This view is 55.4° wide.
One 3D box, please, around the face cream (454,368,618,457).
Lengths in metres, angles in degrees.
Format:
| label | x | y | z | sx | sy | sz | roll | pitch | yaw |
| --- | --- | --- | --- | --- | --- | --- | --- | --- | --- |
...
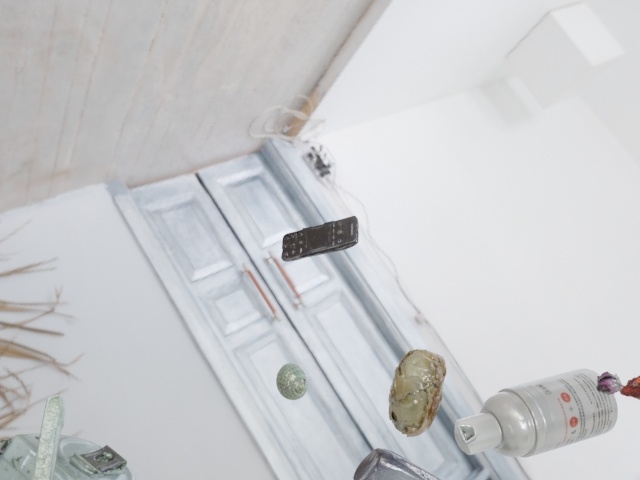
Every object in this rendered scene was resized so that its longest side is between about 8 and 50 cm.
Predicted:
| label | x | y | z | sx | sy | sz | roll | pitch | yaw |
| --- | --- | --- | --- | --- | --- | --- | --- | --- | --- |
| face cream | 0.423 | 0.370 | 1.264 | 0.369 | 0.146 | 0.145 | -6 | 160 | -20 |

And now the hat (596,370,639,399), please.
| label | x | y | z | sx | sy | sz | roll | pitch | yaw |
| --- | --- | --- | --- | --- | --- | --- | --- | --- | --- |
| hat | 0.537 | 0.220 | 0.912 | 0.227 | 0.129 | 0.140 | -10 | -155 | 24 |

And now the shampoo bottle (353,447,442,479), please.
| label | x | y | z | sx | sy | sz | roll | pitch | yaw |
| --- | --- | --- | --- | --- | --- | --- | --- | --- | --- |
| shampoo bottle | 0.157 | 0.367 | 0.834 | 0.087 | 0.233 | 0.049 | -52 | -171 | 30 |

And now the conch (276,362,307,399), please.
| label | x | y | z | sx | sy | sz | roll | pitch | yaw |
| --- | --- | --- | --- | --- | --- | --- | --- | --- | --- |
| conch | -0.069 | 0.307 | 1.323 | 0.085 | 0.076 | 0.056 | -3 | -177 | 33 |

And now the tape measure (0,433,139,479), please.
| label | x | y | z | sx | sy | sz | roll | pitch | yaw |
| --- | --- | --- | --- | --- | --- | --- | --- | --- | --- |
| tape measure | -0.225 | 0.336 | 0.715 | 0.084 | 0.330 | 0.164 | -59 | 164 | 1 |

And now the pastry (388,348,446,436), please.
| label | x | y | z | sx | sy | sz | roll | pitch | yaw |
| --- | --- | --- | --- | --- | --- | --- | --- | --- | --- |
| pastry | 0.167 | 0.262 | 1.052 | 0.081 | 0.154 | 0.153 | 11 | 180 | 18 |

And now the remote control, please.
| label | x | y | z | sx | sy | sz | roll | pitch | yaw |
| --- | --- | --- | --- | --- | --- | --- | --- | --- | --- |
| remote control | 0.000 | 0.000 | 0.676 | 0.096 | 0.039 | 0.014 | -13 | 145 | 24 |

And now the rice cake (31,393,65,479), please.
| label | x | y | z | sx | sy | sz | roll | pitch | yaw |
| --- | --- | --- | --- | --- | --- | --- | --- | --- | --- |
| rice cake | -0.271 | 0.215 | 0.606 | 0.021 | 0.121 | 0.022 | 4 | 146 | -15 |
